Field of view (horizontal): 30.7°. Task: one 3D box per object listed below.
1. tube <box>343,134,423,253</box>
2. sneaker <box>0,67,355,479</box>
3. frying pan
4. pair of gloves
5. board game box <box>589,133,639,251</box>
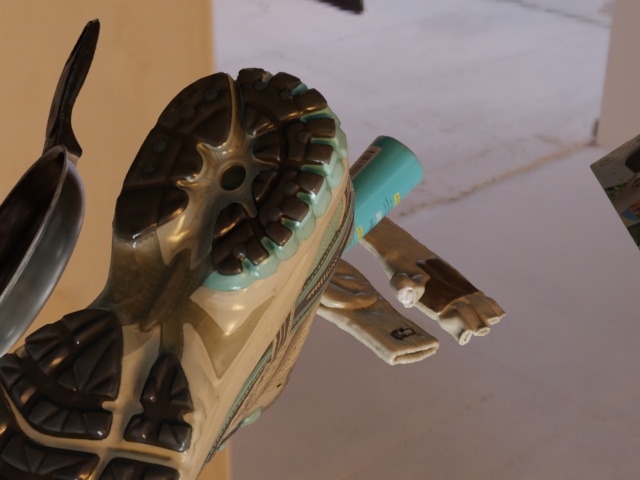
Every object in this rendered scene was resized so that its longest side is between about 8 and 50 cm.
[{"bbox_3d":[0.000,0.000,0.949,0.052,0.080,0.207,40,-108,10],"label":"tube"},{"bbox_3d":[-0.064,0.069,0.517,0.110,0.122,0.283,29,-102,27],"label":"sneaker"},{"bbox_3d":[-0.234,-0.021,0.917,0.053,0.197,0.326,33,-149,-23],"label":"frying pan"},{"bbox_3d":[0.063,0.047,1.170,0.204,0.042,0.240,37,-152,25],"label":"pair of gloves"},{"bbox_3d":[0.385,-0.023,0.985,0.224,0.097,0.303,-34,-150,15],"label":"board game box"}]
